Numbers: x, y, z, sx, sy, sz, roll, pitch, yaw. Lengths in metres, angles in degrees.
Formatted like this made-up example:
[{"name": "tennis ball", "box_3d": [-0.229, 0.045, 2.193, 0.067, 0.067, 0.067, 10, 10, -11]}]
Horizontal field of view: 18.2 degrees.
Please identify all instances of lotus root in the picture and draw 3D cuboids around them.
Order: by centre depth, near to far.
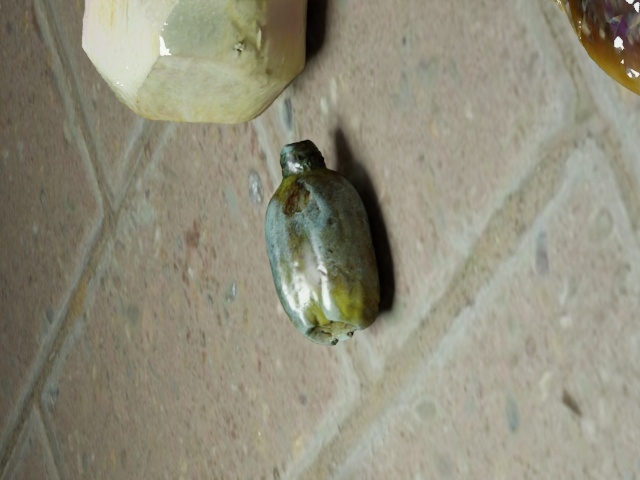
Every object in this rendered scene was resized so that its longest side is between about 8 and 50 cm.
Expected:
[{"name": "lotus root", "box_3d": [0.000, 0.000, 1.853, 0.113, 0.088, 0.192, -25, 73, 47]}]

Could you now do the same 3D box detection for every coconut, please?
[{"name": "coconut", "box_3d": [-0.111, -0.225, 1.893, 0.237, 0.197, 0.237, 20, 115, 50]}]

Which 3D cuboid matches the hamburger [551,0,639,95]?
[{"name": "hamburger", "box_3d": [0.246, -0.197, 1.212, 0.286, 0.146, 0.243, 167, 101, -67]}]
